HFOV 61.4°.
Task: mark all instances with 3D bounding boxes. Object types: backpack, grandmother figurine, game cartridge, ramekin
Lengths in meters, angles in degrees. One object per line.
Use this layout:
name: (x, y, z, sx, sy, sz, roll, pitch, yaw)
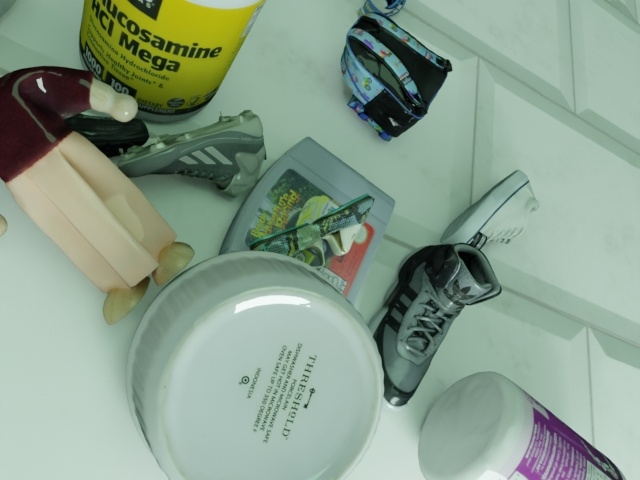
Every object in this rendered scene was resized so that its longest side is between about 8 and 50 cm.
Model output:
backpack: (0.103, -0.272, 0.877, 0.173, 0.117, 0.158, 39, 57, -11)
grandmother figurine: (-0.273, -0.084, 0.529, 0.207, 0.104, 0.342, -42, 112, -7)
game cartridge: (-0.022, 0.000, 0.736, 0.196, 0.060, 0.294, 32, 58, -10)
ramekin: (-0.060, 0.146, 0.553, 0.272, 0.127, 0.273, 0, 90, -17)

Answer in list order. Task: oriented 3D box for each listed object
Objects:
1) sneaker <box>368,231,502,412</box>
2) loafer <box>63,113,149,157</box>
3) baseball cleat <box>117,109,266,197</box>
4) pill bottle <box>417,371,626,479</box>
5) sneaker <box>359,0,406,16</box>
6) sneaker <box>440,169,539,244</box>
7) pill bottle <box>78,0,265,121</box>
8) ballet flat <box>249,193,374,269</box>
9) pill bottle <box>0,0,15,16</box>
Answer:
sneaker: (0.151, 0.098, 0.730, 0.101, 0.153, 0.269, 35, 57, -12)
loafer: (-0.310, -0.129, 0.609, 0.223, 0.076, 0.079, -9, 85, -28)
baseball cleat: (-0.145, -0.094, 0.674, 0.205, 0.072, 0.110, -29, 117, -35)
pill bottle: (0.290, 0.321, 0.708, 0.301, 0.169, 0.169, 39, 56, -11)
sneaker: (0.130, -0.451, 1.001, 0.053, 0.059, 0.144, 42, 55, -5)
sneaker: (0.299, -0.036, 0.904, 0.258, 0.094, 0.091, -34, 85, -36)
pill bottle: (-0.158, -0.295, 0.606, 0.187, 0.334, 0.188, 11, 65, -25)
ballet flat: (0.000, 0.000, 0.681, 0.188, 0.070, 0.070, -25, 83, -25)
pill bottle: (-0.458, -0.355, 0.582, 0.245, 0.136, 0.137, 33, 58, -15)
